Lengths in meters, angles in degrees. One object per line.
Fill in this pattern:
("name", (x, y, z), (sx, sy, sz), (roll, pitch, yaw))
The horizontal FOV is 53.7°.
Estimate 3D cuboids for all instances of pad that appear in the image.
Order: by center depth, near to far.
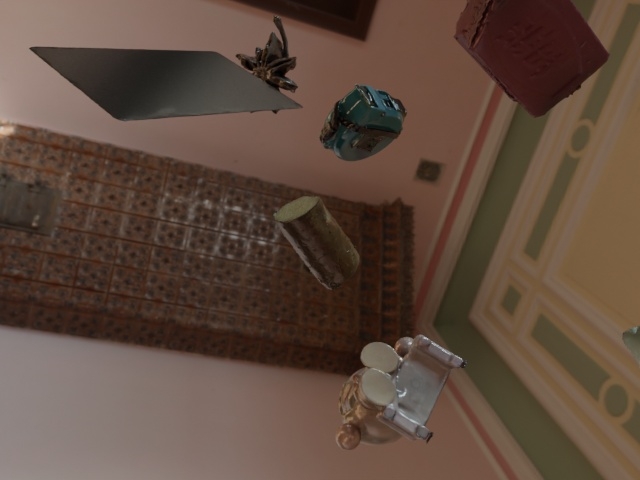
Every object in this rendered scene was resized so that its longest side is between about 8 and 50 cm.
("pad", (-0.131, -0.146, 0.575), (0.143, 0.211, 0.003), (37, -57, 28))

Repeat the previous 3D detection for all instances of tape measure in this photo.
("tape measure", (0.067, -0.189, 1.034), (0.125, 0.146, 0.081), (-42, -117, 34))

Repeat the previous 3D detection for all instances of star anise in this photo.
("star anise", (-0.124, -0.422, 1.570), (0.209, 0.089, 0.231), (46, -68, 21))

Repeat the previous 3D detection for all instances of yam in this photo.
("yam", (-0.001, 0.001, 1.538), (0.128, 0.238, 0.129), (-33, -151, 7))

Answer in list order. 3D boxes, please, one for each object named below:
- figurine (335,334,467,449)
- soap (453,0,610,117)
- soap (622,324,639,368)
("figurine", (0.103, 0.226, 0.938), (0.257, 0.144, 0.182), (113, -12, -68))
("soap", (0.322, -0.323, 1.007), (0.162, 0.249, 0.099), (-42, -140, 24))
("soap", (0.379, 0.068, 0.534), (0.119, 0.197, 0.067), (81, -9, -74))
